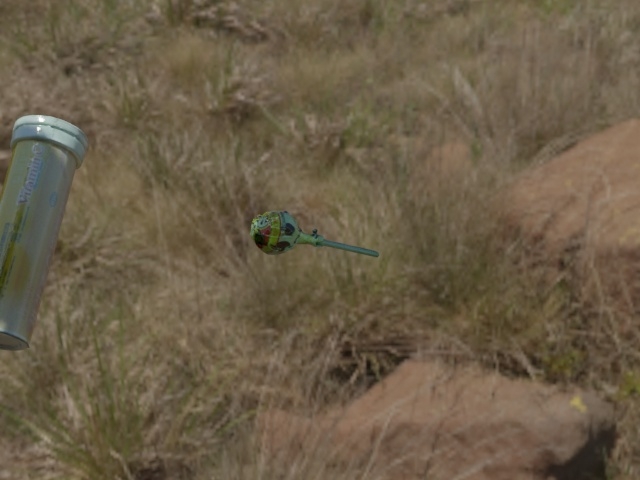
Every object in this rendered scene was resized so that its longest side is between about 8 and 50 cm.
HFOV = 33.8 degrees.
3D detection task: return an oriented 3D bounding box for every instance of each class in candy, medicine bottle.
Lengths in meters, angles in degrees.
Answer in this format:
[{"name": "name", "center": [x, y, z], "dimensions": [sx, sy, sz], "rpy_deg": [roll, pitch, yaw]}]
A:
[{"name": "candy", "center": [0.000, 0.000, 0.560], "dimensions": [0.083, 0.025, 0.023], "rpy_deg": [11, 20, -33]}, {"name": "medicine bottle", "center": [-0.280, -0.008, 0.996], "dimensions": [0.074, 0.074, 0.218], "rpy_deg": [4, 66, 11]}]
